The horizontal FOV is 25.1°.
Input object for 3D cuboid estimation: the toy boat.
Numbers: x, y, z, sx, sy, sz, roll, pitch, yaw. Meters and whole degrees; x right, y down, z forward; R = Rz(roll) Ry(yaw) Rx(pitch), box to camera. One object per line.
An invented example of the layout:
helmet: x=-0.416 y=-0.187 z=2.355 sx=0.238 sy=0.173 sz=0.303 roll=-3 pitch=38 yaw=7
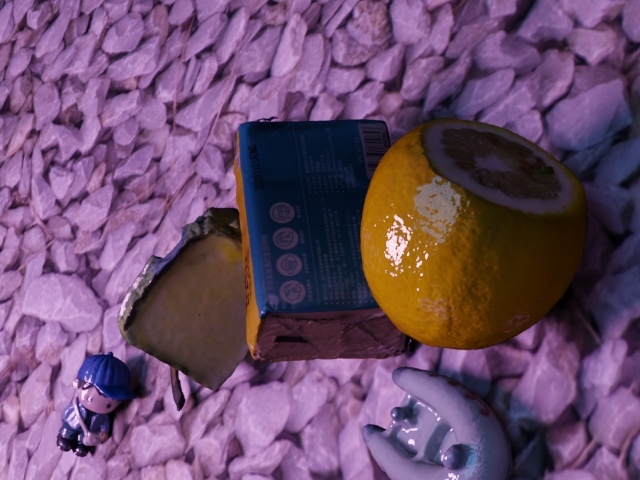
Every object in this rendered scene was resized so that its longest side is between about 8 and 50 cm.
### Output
toy boat: x=0.120 y=0.215 z=1.568 sx=0.207 sy=0.079 sz=0.134 roll=34 pitch=94 yaw=49

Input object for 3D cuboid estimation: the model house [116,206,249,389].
model house: x=-0.159 y=0.043 z=1.859 sx=0.194 sy=0.170 sz=0.211 roll=-55 pitch=22 yaw=13

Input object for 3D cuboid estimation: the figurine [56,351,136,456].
figurine: x=-0.314 y=0.230 z=2.009 sx=0.149 sy=0.086 sz=0.087 roll=-60 pitch=17 yaw=22

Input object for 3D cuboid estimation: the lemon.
lemon: x=0.153 y=0.005 z=1.524 sx=0.240 sy=0.240 sz=0.219 roll=54 pitch=132 yaw=45

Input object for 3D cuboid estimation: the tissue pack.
tissue pack: x=0.000 y=0.000 z=1.699 sx=0.134 sy=0.192 sz=0.271 roll=101 pitch=166 yaw=-58

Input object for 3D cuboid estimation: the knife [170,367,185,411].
knife: x=-0.198 y=0.138 z=1.964 sx=0.045 sy=0.021 sz=0.222 roll=-40 pitch=43 yaw=24
